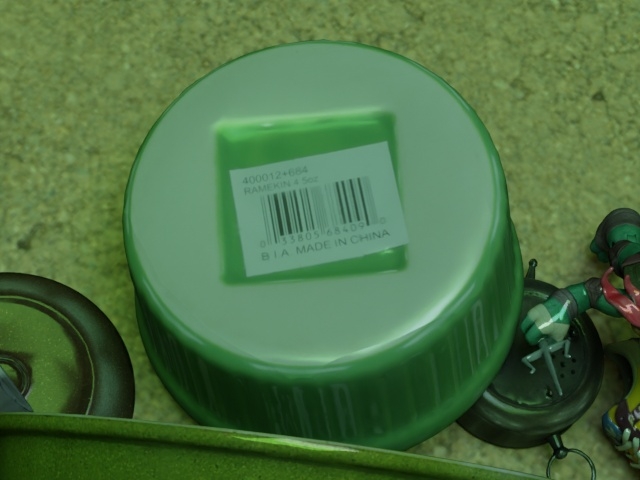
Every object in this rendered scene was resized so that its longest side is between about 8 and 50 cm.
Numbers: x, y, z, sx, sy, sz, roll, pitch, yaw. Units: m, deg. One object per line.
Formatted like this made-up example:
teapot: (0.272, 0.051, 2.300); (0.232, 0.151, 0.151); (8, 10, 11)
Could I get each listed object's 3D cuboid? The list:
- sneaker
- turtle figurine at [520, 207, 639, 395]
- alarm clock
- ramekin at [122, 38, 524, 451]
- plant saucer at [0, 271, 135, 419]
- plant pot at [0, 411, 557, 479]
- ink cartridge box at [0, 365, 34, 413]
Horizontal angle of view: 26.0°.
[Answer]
sneaker: (0.259, 0.164, 1.075); (0.084, 0.069, 0.185); (4, 59, -5)
turtle figurine: (0.252, 0.057, 1.029); (0.175, 0.118, 0.234); (31, 32, 0)
alarm clock: (0.164, 0.111, 1.085); (0.129, 0.064, 0.192); (-19, 74, -16)
ramekin: (0.000, 0.000, 1.022); (0.303, 0.148, 0.303); (-2, 64, 4)
plant saucer: (-0.238, 0.110, 1.035); (0.199, 0.036, 0.198); (3, 66, -8)
plant pot: (-0.043, 0.305, 0.838); (0.367, 0.366, 0.353); (8, 78, -6)
ink cartridge box: (-0.385, 0.118, 0.934); (0.306, 0.131, 0.226); (-37, 76, -12)
